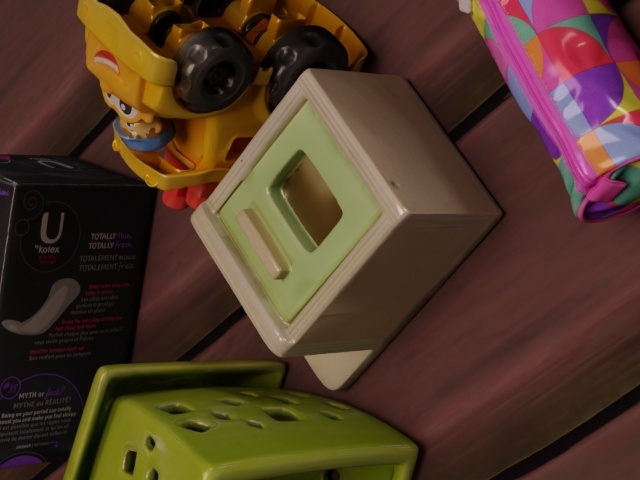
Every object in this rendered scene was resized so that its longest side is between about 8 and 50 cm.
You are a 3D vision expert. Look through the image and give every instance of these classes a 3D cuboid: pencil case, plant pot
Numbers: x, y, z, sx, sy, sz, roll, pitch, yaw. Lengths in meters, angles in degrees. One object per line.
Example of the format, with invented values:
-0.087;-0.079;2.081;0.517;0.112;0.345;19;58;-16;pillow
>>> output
0.170;-0.129;1.135;0.104;0.104;0.236;-45;63;34;pencil case
-0.090;0.219;1.305;0.207;0.227;0.228;36;115;42;plant pot

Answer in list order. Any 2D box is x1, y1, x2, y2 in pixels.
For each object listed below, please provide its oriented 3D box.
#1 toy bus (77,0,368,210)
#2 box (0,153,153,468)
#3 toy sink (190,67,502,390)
-0.102;-0.109;1.312;0.149;0.220;0.211;45;126;35;toy bus
-0.279;0.062;1.506;0.143;0.165;0.270;19;104;41;box
0.000;0.000;1.271;0.234;0.131;0.153;-50;59;32;toy sink
